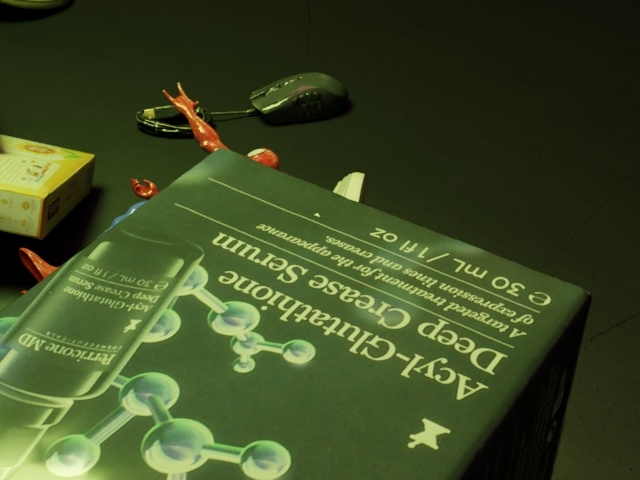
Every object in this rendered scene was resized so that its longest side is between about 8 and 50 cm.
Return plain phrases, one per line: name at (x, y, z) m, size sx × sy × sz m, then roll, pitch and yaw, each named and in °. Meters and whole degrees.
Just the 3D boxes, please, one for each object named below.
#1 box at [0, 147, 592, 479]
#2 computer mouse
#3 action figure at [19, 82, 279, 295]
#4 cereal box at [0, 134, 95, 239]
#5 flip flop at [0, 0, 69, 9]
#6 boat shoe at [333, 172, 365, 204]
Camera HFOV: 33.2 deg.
box at (-0.060, 0.158, 0.649) m, size 0.293 × 0.212 × 0.395 m, roll 22°, pitch 43°, yaw 25°
computer mouse at (-0.087, -0.157, 1.198) m, size 0.242 × 0.041 × 0.071 m, roll -10°, pitch 40°, yaw -12°
action figure at (-0.167, -0.044, 0.998) m, size 0.280 × 0.091 × 0.139 m, roll -29°, pitch 63°, yaw -33°
cereal box at (-0.350, -0.068, 1.003) m, size 0.240 × 0.047 × 0.173 m, roll 12°, pitch 18°, yaw 0°
flip flop at (-0.447, -0.383, 1.381) m, size 0.277 × 0.080 × 0.112 m, roll 28°, pitch 21°, yaw -20°
boat shoe at (0.000, 0.000, 0.983) m, size 0.063 × 0.066 × 0.184 m, roll 9°, pitch 48°, yaw 10°
